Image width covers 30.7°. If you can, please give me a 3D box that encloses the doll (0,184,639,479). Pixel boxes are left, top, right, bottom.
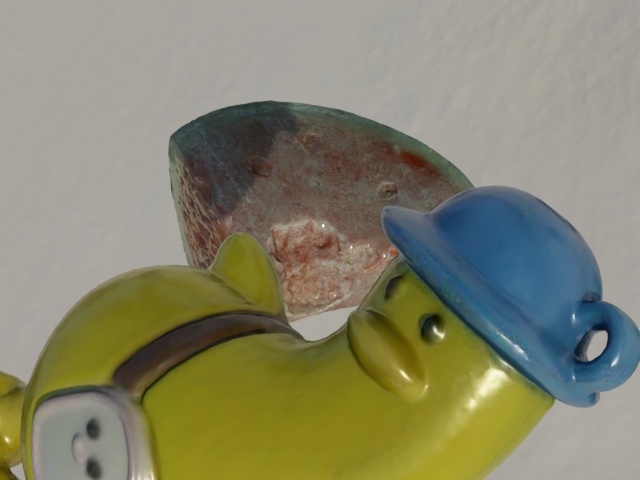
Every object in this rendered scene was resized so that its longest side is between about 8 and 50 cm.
[{"bbox_3d":[-0.028,0.084,0.528,0.363,0.145,0.199,-17,62,32],"label":"doll"}]

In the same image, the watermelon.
[{"bbox_3d":[0.000,0.000,1.101,0.226,0.318,0.148,-77,3,-46],"label":"watermelon"}]
